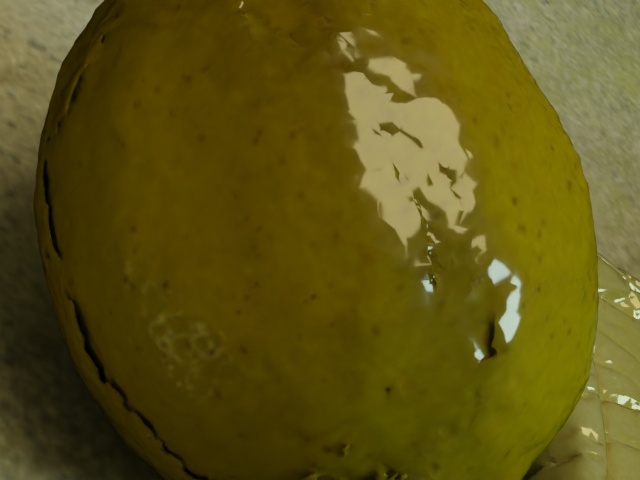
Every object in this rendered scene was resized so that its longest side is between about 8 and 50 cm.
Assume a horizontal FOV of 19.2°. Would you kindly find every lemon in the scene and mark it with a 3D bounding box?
[{"bbox_3d":[0.000,0.000,0.703,0.204,0.204,0.260,-21,91,-54],"label":"lemon"}]

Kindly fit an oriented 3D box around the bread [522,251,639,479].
[{"bbox_3d":[0.114,0.117,0.792,0.140,0.106,0.236,26,39,-26],"label":"bread"}]
